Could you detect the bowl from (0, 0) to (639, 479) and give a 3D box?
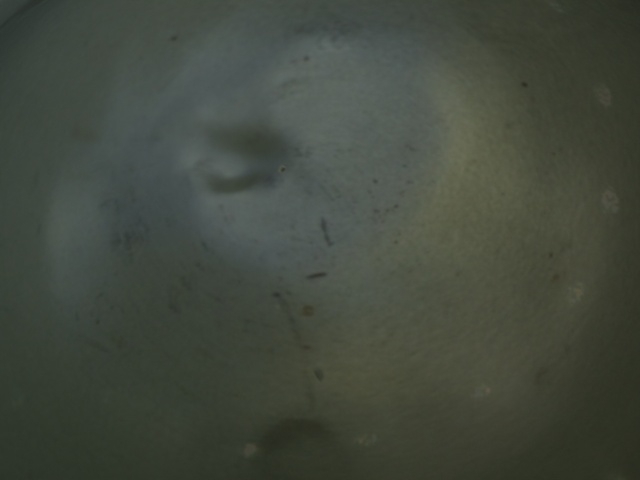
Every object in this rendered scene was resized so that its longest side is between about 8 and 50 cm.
[{"bbox_3d":[0.000,0.000,0.534,0.313,0.313,0.146,-56,-156,23],"label":"bowl"}]
